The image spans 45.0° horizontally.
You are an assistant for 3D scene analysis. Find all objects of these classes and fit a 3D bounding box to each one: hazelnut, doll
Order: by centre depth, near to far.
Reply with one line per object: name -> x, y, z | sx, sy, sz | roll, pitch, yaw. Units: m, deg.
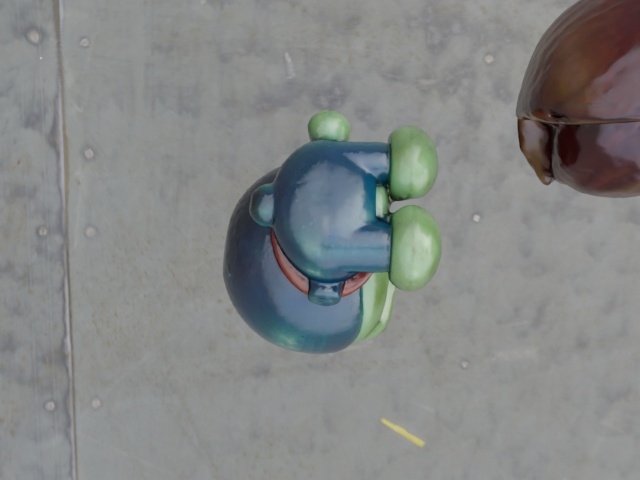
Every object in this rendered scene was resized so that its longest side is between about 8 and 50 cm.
hazelnut -> 0.240, -0.098, 0.570 | 0.202, 0.170, 0.160 | 37, 75, -37
doll -> 0.000, 0.001, 0.759 | 0.186, 0.322, 0.198 | 4, 65, -7
